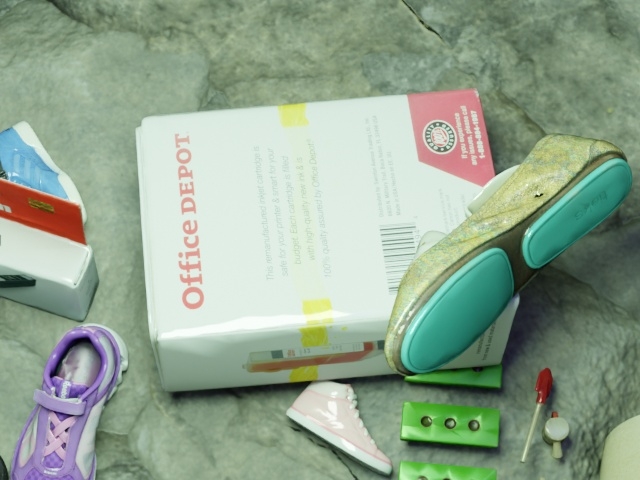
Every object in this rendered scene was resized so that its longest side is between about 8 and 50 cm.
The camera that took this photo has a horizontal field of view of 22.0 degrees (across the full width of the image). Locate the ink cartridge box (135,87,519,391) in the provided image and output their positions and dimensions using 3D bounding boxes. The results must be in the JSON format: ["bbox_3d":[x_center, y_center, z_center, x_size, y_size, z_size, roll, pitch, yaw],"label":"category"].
[{"bbox_3d":[0.000,0.000,1.811,0.385,0.160,0.279,-4,62,-4],"label":"ink cartridge box"}]

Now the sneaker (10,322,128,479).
[{"bbox_3d":[-0.278,0.192,1.784,0.095,0.104,0.236,15,73,1],"label":"sneaker"}]

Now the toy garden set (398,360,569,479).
[{"bbox_3d":[0.188,0.245,1.820,0.204,0.049,0.244,5,71,2],"label":"toy garden set"}]

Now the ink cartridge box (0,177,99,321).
[{"bbox_3d":[-0.382,-0.012,1.773,0.275,0.239,0.060,18,71,3],"label":"ink cartridge box"}]

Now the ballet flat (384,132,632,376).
[{"bbox_3d":[0.168,0.006,1.667,0.348,0.123,0.123,-39,78,-21],"label":"ballet flat"}]

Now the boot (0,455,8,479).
[{"bbox_3d":[-0.489,0.267,1.685,0.338,0.222,0.118,-27,76,-11],"label":"boot"}]

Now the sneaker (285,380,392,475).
[{"bbox_3d":[0.034,0.201,1.823,0.134,0.051,0.070,32,78,12],"label":"sneaker"}]

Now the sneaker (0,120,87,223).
[{"bbox_3d":[-0.337,-0.061,1.885,0.084,0.058,0.152,-32,72,-18],"label":"sneaker"}]

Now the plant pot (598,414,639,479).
[{"bbox_3d":[0.387,0.323,1.720,0.256,0.256,0.274,-6,56,-5],"label":"plant pot"}]
